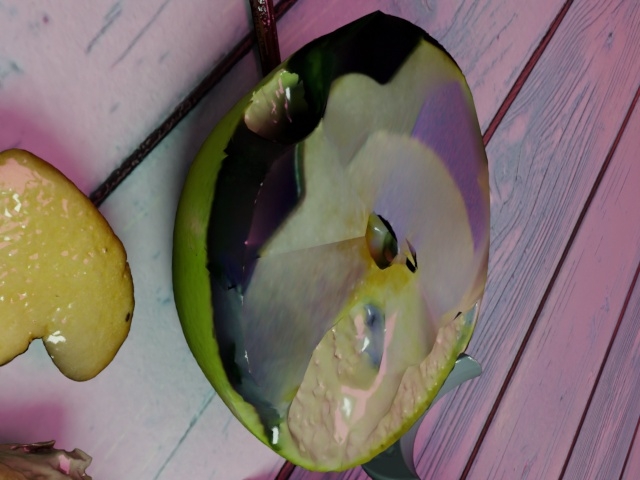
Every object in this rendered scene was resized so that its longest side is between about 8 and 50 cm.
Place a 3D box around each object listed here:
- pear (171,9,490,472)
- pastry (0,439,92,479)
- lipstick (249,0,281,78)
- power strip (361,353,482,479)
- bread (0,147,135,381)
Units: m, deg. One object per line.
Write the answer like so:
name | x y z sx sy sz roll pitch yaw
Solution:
pear | -0.001 0.003 0.722 0.398 0.165 0.399 -11 104 -51
pastry | -0.237 0.261 0.489 0.235 0.120 0.257 -18 108 -50
lipstick | -0.054 -0.215 0.738 0.027 0.027 0.177 -33 122 -46
power strip | 0.111 0.202 0.925 0.044 0.137 0.216 56 48 -33
bread | -0.215 0.032 0.540 0.149 0.065 0.188 -48 134 -23
